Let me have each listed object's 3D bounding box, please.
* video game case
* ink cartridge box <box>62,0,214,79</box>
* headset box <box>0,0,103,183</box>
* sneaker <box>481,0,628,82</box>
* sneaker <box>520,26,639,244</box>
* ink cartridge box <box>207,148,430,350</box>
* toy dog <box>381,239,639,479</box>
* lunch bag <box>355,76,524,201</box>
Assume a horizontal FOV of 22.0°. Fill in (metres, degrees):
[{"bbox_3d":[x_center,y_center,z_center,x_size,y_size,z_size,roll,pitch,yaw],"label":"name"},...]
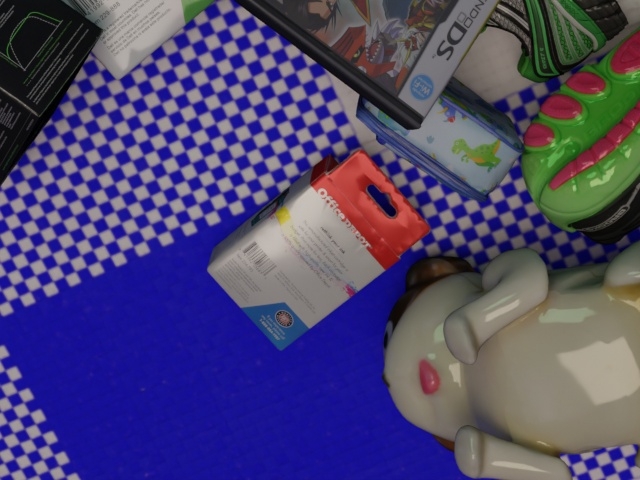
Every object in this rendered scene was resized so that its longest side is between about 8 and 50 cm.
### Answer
[{"bbox_3d":[0.052,-0.285,1.600,0.275,0.035,0.248,35,81,-17],"label":"video game case"},{"bbox_3d":[-0.226,-0.353,1.756,0.211,0.121,0.289,-37,103,14],"label":"ink cartridge box"},{"bbox_3d":[-0.408,-0.210,1.751,0.283,0.131,0.246,35,151,-7],"label":"headset box"},{"bbox_3d":[0.162,-0.301,1.737,0.343,0.134,0.146,43,104,-11],"label":"sneaker"},{"bbox_3d":[0.432,-0.172,1.768,0.483,0.185,0.202,-34,143,5],"label":"sneaker"},{"bbox_3d":[0.000,0.000,1.886,0.231,0.078,0.134,-38,103,15],"label":"ink cartridge box"},{"bbox_3d":[0.253,0.110,1.793,0.408,0.395,0.285,-6,109,30],"label":"toy dog"},{"bbox_3d":[0.121,-0.129,1.759,0.176,0.219,0.090,35,102,-8],"label":"lunch bag"}]
